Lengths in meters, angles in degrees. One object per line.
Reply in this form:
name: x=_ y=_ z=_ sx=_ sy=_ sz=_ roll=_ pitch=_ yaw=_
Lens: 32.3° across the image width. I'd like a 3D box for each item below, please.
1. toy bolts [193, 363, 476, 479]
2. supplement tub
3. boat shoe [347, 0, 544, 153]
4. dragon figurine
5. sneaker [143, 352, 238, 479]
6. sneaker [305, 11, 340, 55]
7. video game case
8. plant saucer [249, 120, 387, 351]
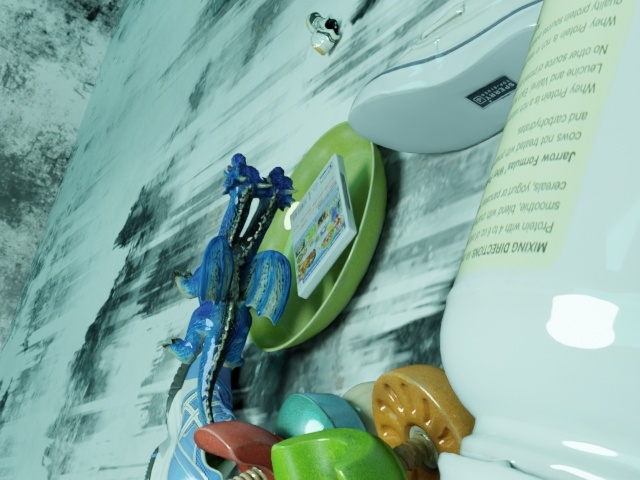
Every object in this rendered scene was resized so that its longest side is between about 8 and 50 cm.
toy bolts: x=0.044 y=0.177 z=0.748 sx=0.228 sy=0.158 sz=0.218 roll=8 pitch=117 yaw=58
supplement tub: x=0.181 y=-0.015 z=0.411 sx=0.235 sy=0.235 sz=0.324 roll=-4 pitch=65 yaw=66
boat shoe: x=0.120 y=-0.145 z=0.870 sx=0.267 sy=0.096 sz=0.088 roll=-27 pitch=41 yaw=57
dragon figurine: x=-0.082 y=0.049 z=1.037 sx=0.144 sy=0.085 sz=0.289 roll=125 pitch=155 yaw=-44
sneaker: x=-0.111 y=0.191 z=1.126 sx=0.081 sy=0.080 sz=0.211 roll=-17 pitch=40 yaw=22
sneaker: x=0.007 y=-0.255 z=1.329 sx=0.037 sy=0.032 sz=0.083 roll=-41 pitch=36 yaw=22
video game case: x=0.001 y=-0.015 z=1.027 sx=0.087 sy=0.011 sz=0.122 roll=-53 pitch=25 yaw=29
plant saucer: x=0.000 y=0.000 z=1.079 sx=0.241 sy=0.037 sz=0.241 roll=-50 pitch=27 yaw=37
